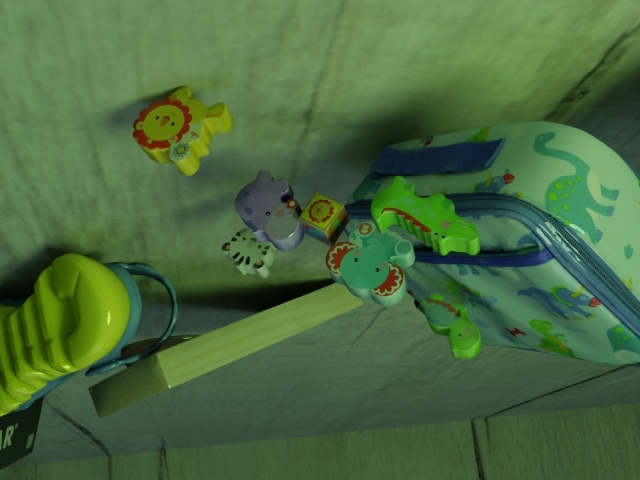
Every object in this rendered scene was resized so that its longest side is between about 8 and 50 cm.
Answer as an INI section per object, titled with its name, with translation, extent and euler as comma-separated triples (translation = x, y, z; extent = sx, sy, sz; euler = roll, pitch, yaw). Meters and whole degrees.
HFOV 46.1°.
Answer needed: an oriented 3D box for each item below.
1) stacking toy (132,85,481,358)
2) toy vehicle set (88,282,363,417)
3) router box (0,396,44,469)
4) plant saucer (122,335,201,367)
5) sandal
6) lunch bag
[stacking toy]
translation = 0.000, 0.000, 0.480
extent = 0.221, 0.052, 0.167
euler = 26, 162, 25
[toy vehicle set]
translation = -0.100, 0.115, 0.828
extent = 0.267, 0.035, 0.166
euler = -18, 173, -42
[router box]
translation = -0.471, 0.195, 0.785
extent = 0.243, 0.081, 0.309
euler = 11, 178, 3
[plant saucer]
translation = -0.209, 0.173, 1.101
extent = 0.168, 0.029, 0.168
euler = -6, 159, -2
[sandal]
translation = -0.257, 0.098, 0.758
extent = 0.317, 0.126, 0.138
euler = -18, 172, 38
[lunch bag]
translation = 0.122, 0.003, 0.510
extent = 0.176, 0.090, 0.219
euler = 42, 162, -24
